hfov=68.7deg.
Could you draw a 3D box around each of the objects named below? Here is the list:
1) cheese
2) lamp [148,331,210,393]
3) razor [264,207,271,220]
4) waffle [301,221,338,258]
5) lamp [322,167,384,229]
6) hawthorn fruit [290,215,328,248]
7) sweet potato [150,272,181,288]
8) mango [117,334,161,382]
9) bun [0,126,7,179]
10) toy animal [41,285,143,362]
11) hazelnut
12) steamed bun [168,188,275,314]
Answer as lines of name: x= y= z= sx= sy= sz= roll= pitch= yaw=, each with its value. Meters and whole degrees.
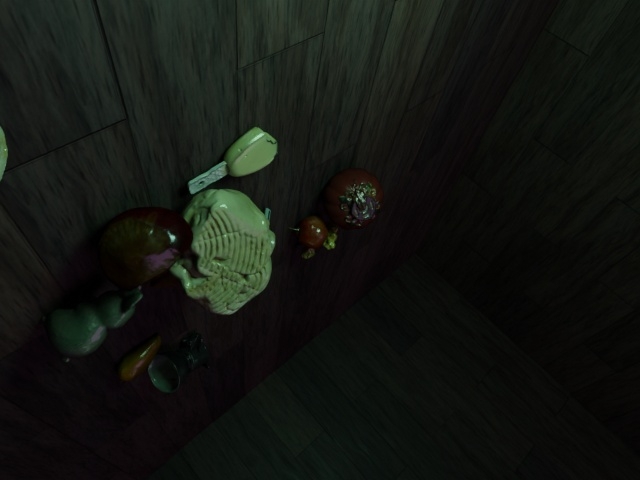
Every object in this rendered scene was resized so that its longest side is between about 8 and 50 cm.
cheese: x=-0.213 y=-0.189 z=1.141 sx=0.255 sy=0.050 sz=0.127 roll=-36 pitch=159 yaw=-25
lamp: x=-0.495 y=0.432 z=1.716 sx=0.227 sy=0.147 sz=0.172 roll=-27 pitch=131 yaw=-61
razor: x=-0.202 y=-0.015 z=1.529 sx=0.211 sy=0.035 sz=0.084 roll=122 pitch=-21 yaw=-55
waffle: x=0.002 y=0.002 z=1.819 sx=0.194 sy=0.051 sz=0.149 roll=-10 pitch=-123 yaw=54
lamp: x=0.119 y=-0.144 z=1.665 sx=0.227 sy=0.227 sz=0.227 roll=-39 pitch=160 yaw=-18
hawthorn fruit: x=-0.035 y=-0.026 z=1.726 sx=0.140 sy=0.125 sz=0.125 roll=-23 pitch=151 yaw=-48
sweet potato: x=-0.312 y=0.052 z=1.347 sx=0.354 sy=0.095 sz=0.106 roll=-31 pitch=-160 yaw=-28
mango: x=-0.585 y=0.386 z=1.521 sx=0.187 sy=0.066 sz=0.101 roll=-49 pitch=163 yaw=-18
bun: x=-0.506 y=-0.123 z=0.595 sx=0.183 sy=0.102 sz=0.183 roll=-43 pitch=152 yaw=-29
toy animal: x=-0.502 y=0.176 z=1.090 sx=0.251 sy=0.127 sz=0.125 roll=-24 pitch=-168 yaw=6
hazelnut: x=-0.378 y=0.013 z=1.017 sx=0.201 sy=0.170 sz=0.161 roll=-15 pitch=154 yaw=-12
steamed bun: x=-0.260 y=0.009 z=1.196 sx=0.276 sy=0.203 sz=0.289 roll=-39 pitch=126 yaw=-3
